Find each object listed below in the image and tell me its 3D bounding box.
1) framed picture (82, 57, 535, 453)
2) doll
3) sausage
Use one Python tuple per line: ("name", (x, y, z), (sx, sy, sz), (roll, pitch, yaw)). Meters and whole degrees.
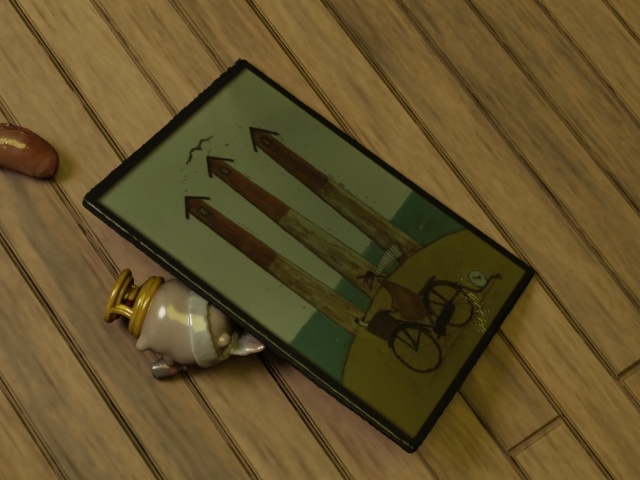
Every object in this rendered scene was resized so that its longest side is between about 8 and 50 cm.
("framed picture", (0.000, 0.000, 1.162), (0.324, 0.013, 0.244), (37, 46, 4))
("doll", (-0.107, 0.075, 1.114), (0.127, 0.073, 0.084), (21, 95, 2))
("sausage", (-0.307, -0.080, 1.152), (0.186, 0.043, 0.043), (5, 64, -10))
